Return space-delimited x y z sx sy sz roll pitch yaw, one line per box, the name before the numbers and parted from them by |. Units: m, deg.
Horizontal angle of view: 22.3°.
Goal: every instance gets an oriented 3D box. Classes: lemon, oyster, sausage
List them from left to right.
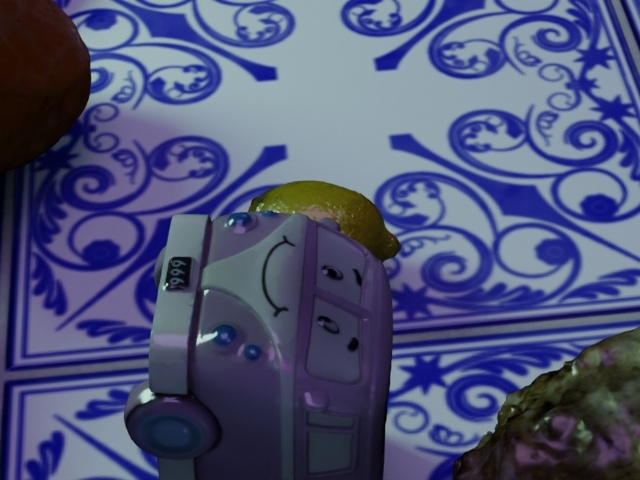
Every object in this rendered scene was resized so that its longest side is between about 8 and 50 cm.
sausage | -0.274 -0.115 1.148 0.268 0.141 0.153 -12 75 -63
lemon | 0.000 0.000 1.110 0.110 0.082 0.082 12 46 15
oyster | 0.168 0.144 0.942 0.204 0.111 0.396 13 50 20

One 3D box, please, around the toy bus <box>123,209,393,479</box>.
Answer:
toy bus | -0.031 0.088 0.936 0.142 0.202 0.142 4 45 3
